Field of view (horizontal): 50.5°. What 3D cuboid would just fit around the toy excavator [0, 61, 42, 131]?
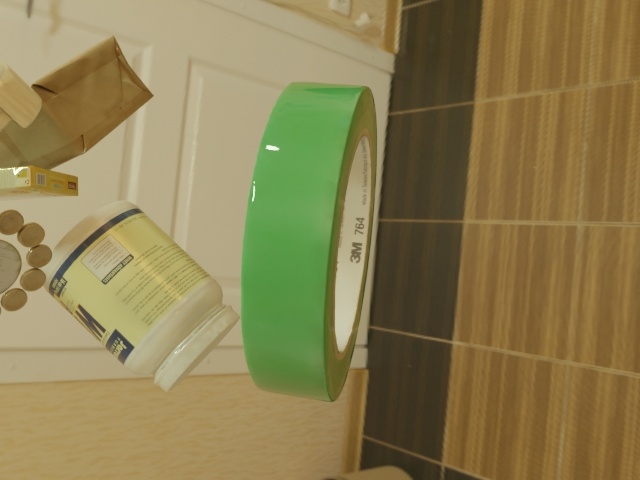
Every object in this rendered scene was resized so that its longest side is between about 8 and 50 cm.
[{"bbox_3d":[-0.698,-0.083,1.115,0.445,0.222,0.432,0,55,33],"label":"toy excavator"}]

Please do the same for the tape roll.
[{"bbox_3d":[0.000,0.000,0.704,0.077,0.321,0.321,7,90,10],"label":"tape roll"}]

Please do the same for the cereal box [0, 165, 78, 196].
[{"bbox_3d":[-0.637,-0.110,1.357,0.240,0.173,0.047,-3,88,8],"label":"cereal box"}]

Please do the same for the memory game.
[{"bbox_3d":[-0.459,0.038,0.928,0.012,0.186,0.186,34,110,35],"label":"memory game"}]

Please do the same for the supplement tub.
[{"bbox_3d":[-0.339,0.108,1.304,0.325,0.235,0.235,43,122,3],"label":"supplement tub"}]

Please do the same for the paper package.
[{"bbox_3d":[-0.598,-0.282,1.524,0.325,0.168,0.309,-17,28,33],"label":"paper package"}]
